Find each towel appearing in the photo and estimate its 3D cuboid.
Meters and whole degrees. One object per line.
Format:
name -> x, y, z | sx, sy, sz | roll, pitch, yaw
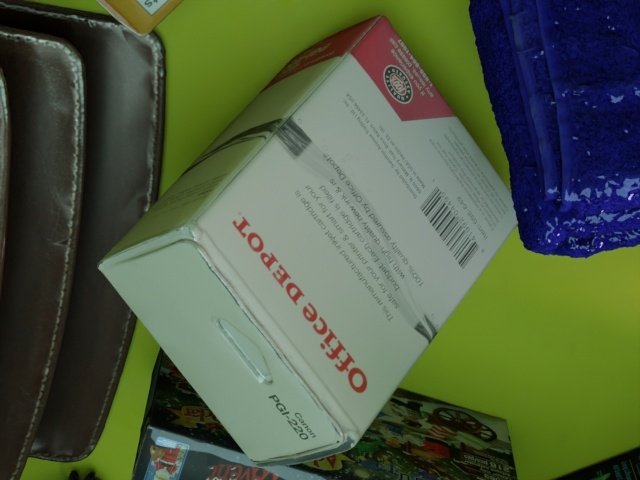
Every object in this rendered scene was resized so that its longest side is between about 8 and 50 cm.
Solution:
towel -> 0.187, -0.157, 1.063 | 0.228, 0.076, 0.308 | -12, 72, 5

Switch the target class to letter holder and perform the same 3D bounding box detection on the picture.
letter holder -> -0.211, 0.016, 1.168 | 0.214, 0.152, 0.301 | 10, 109, -5

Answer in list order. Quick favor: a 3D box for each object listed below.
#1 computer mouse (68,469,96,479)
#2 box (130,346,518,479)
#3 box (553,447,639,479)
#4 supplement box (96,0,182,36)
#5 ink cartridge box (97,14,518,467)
computer mouse -> -0.225, 0.224, 1.276 | 0.193, 0.106, 0.042 | -34, 100, 20
box -> 0.006, 0.129, 1.202 | 0.233, 0.159, 0.044 | 17, 109, -6
box -> 0.188, 0.219, 1.162 | 0.293, 0.295, 0.073 | -21, 107, 6
supplement box -> -0.046, -0.225, 1.122 | 0.233, 0.078, 0.080 | -39, 108, 13
ink cartridge box -> 0.000, 0.000, 1.124 | 0.092, 0.218, 0.158 | -20, 113, 45
